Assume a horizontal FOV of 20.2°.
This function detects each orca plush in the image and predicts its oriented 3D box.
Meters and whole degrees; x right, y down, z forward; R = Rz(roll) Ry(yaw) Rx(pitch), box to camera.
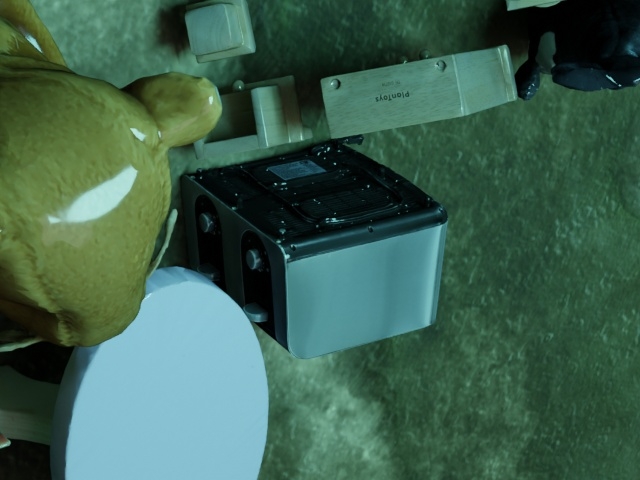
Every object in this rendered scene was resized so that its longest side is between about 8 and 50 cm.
[{"bbox_3d":[0.199,-0.185,1.458,0.151,0.287,0.102,-28,104,21],"label":"orca plush"}]

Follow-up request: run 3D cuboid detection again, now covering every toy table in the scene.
[{"bbox_3d":[-0.153,0.120,1.394,0.252,0.161,0.274,-5,117,-36],"label":"toy table"}]

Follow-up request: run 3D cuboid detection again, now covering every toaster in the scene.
[{"bbox_3d":[0.000,0.000,1.441,0.186,0.168,0.110,-14,121,-30],"label":"toaster"}]

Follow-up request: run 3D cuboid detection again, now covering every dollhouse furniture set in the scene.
[{"bbox_3d":[0.031,-0.262,1.371,0.174,0.303,0.355,-23,102,-72],"label":"dollhouse furniture set"}]

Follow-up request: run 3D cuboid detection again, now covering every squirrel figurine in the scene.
[{"bbox_3d":[-0.234,-0.117,1.058,0.281,0.370,0.397,-24,126,-25],"label":"squirrel figurine"}]

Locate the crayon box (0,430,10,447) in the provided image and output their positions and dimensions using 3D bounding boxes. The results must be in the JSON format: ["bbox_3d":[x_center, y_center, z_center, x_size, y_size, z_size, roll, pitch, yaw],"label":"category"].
[{"bbox_3d":[-0.388,0.097,1.175,0.318,0.202,0.081,-12,120,-33],"label":"crayon box"}]
